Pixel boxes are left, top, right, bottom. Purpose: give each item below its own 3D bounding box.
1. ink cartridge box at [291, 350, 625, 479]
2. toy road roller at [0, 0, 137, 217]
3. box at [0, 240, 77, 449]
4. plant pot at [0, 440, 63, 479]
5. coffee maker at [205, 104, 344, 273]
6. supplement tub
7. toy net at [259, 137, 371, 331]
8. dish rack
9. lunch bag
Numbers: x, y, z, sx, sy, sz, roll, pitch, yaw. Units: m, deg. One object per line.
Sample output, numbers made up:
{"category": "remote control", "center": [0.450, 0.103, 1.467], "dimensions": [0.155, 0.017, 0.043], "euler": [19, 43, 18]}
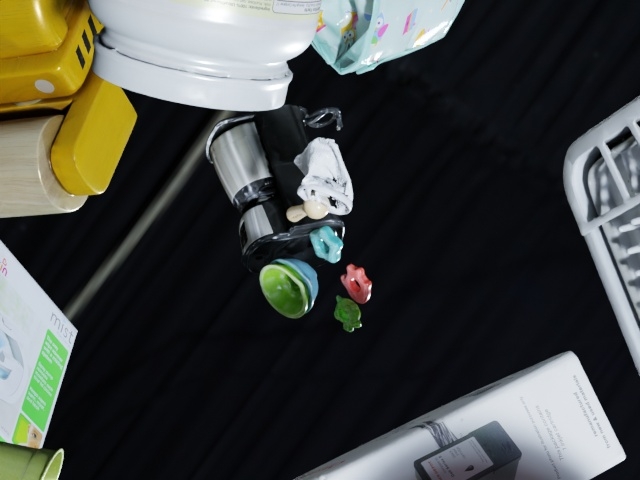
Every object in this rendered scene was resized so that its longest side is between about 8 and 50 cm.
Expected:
{"category": "ink cartridge box", "center": [0.110, 0.220, 1.401], "dimensions": [0.115, 0.273, 0.198], "euler": [64, 159, 6]}
{"category": "toy road roller", "center": [-0.354, -0.209, 1.804], "dimensions": [0.202, 0.329, 0.240], "euler": [-4, 141, 25]}
{"category": "box", "center": [-0.450, 0.135, 1.911], "dimensions": [0.262, 0.126, 0.231], "euler": [58, -148, -40]}
{"category": "plant pot", "center": [-0.292, 0.219, 1.403], "dimensions": [0.079, 0.083, 0.083], "euler": [21, -177, 2]}
{"category": "coffee maker", "center": [-0.034, -0.065, 1.788], "dimensions": [0.120, 0.171, 0.178], "euler": [60, -172, -64]}
{"category": "supplement tub", "center": [-0.102, -0.309, 1.475], "dimensions": [0.235, 0.325, 0.235], "euler": [11, -164, -3]}
{"category": "toy net", "center": [0.000, 0.000, 1.582], "dimensions": [0.122, 0.045, 0.232], "euler": [35, 139, 27]}
{"category": "dish rack", "center": [0.381, 0.015, 1.471], "dimensions": [0.285, 0.072, 0.333], "euler": [-39, 68, 60]}
{"category": "lunch bag", "center": [0.062, -0.330, 1.708], "dimensions": [0.160, 0.262, 0.223], "euler": [2, -163, 30]}
